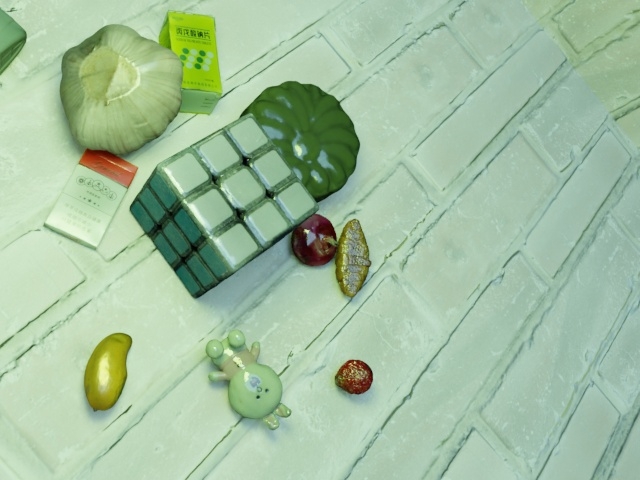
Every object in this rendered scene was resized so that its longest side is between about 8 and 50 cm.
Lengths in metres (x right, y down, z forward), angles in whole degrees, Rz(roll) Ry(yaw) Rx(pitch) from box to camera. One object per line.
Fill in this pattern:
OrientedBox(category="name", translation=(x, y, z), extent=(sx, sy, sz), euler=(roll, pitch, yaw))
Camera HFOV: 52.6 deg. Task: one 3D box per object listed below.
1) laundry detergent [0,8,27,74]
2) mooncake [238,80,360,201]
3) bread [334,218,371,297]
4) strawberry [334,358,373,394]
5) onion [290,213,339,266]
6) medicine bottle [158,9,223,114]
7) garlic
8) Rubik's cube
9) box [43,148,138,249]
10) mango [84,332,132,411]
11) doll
OrientedBox(category="laundry detergent", translation=(-0.926, -0.523, 1.500), extent=(0.397, 0.124, 0.264), euler=(35, 61, -11))
OrientedBox(category="mooncake", translation=(-0.068, -0.271, 1.837), extent=(0.356, 0.194, 0.357), euler=(10, 67, -25))
OrientedBox(category="bread", translation=(0.092, 0.054, 1.878), extent=(0.104, 0.076, 0.233), euler=(7, 76, -14))
OrientedBox(category="strawberry", translation=(0.089, 0.372, 1.750), extent=(0.106, 0.106, 0.106), euler=(10, 68, -26))
OrientedBox(category="onion", translation=(0.000, 0.000, 1.809), extent=(0.150, 0.140, 0.150), euler=(0, 89, -30))
OrientedBox(category="medicine bottle", translation=(-0.359, -0.488, 1.788), extent=(0.137, 0.141, 0.250), euler=(-2, 73, -25))
OrientedBox(category="garlic", translation=(-0.497, -0.365, 1.604), extent=(0.317, 0.259, 0.318), euler=(0, 87, 6))
OrientedBox(category="Rubik's cube", translation=(-0.243, -0.081, 1.607), extent=(0.303, 0.301, 0.305), euler=(-39, 92, -32))
OrientedBox(category="box", translation=(-0.562, -0.111, 1.601), extent=(0.139, 0.035, 0.245), euler=(27, 62, -18))
OrientedBox(category="mango", translation=(-0.485, 0.296, 1.476), extent=(0.098, 0.075, 0.190), euler=(30, 56, -35))
OrientedBox(category="doll", translation=(-0.180, 0.341, 1.613), extent=(0.154, 0.113, 0.275), euler=(-38, 100, -24))
